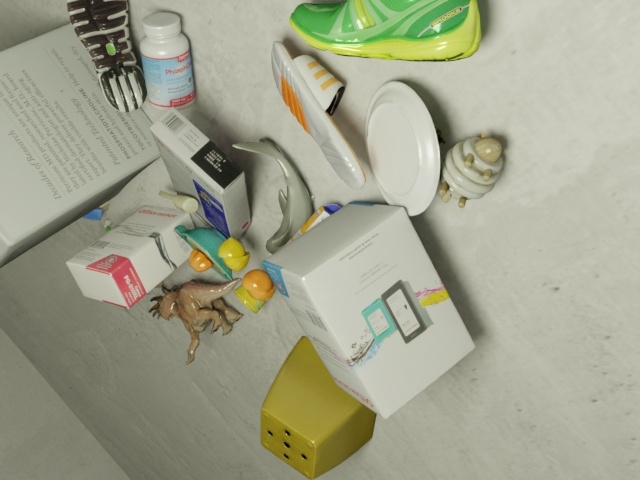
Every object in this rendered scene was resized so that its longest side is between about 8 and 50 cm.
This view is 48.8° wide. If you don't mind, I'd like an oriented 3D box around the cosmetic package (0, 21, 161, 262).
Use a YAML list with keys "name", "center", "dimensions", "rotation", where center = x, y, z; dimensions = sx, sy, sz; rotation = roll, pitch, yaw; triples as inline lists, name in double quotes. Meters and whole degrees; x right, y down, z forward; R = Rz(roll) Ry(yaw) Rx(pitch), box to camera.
- name: "cosmetic package"
  center: [-0.608, -0.178, 1.453]
  dimensions: [0.329, 0.393, 0.327]
  rotation: [-24, 103, 51]

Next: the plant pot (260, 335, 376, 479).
- name: "plant pot"
  center: [-0.016, 0.375, 1.515]
  dimensions: [0.212, 0.187, 0.212]
  rotation: [28, 136, 24]

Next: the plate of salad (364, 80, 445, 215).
- name: "plate of salad"
  center: [0.125, -0.136, 1.051]
  dimensions: [0.200, 0.048, 0.200]
  rotation: [40, 137, 52]

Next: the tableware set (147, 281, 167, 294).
- name: "tableware set"
  center: [-0.468, 0.068, 1.821]
  dimensions: [0.141, 0.020, 0.169]
  rotation: [-3, 117, 42]

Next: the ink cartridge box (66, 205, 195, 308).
- name: "ink cartridge box"
  center: [-0.406, 0.030, 1.559]
  dimensions: [0.171, 0.237, 0.100]
  rotation: [9, 129, 39]

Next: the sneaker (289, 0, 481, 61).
- name: "sneaker"
  center: [0.086, -0.306, 0.949]
  dimensions: [0.295, 0.109, 0.124]
  rotation: [15, 107, 37]

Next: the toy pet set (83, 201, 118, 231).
- name: "toy pet set"
  center: [-0.565, -0.057, 1.772]
  dimensions: [0.122, 0.065, 0.114]
  rotation: [42, 141, 8]

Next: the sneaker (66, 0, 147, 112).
- name: "sneaker"
  center: [-0.413, -0.376, 1.347]
  dimensions: [0.162, 0.106, 0.282]
  rotation: [-171, 67, -71]

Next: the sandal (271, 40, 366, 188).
- name: "sandal"
  center: [0.012, -0.202, 1.103]
  dimensions: [0.265, 0.076, 0.102]
  rotation: [57, 165, 7]

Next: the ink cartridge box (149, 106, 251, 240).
- name: "ink cartridge box"
  center: [-0.217, -0.101, 1.351]
  dimensions: [0.175, 0.069, 0.371]
  rotation: [42, 164, 8]

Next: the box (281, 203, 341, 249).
- name: "box"
  center: [0.000, 0.000, 1.253]
  dimensions: [0.081, 0.028, 0.136]
  rotation: [34, 110, -26]

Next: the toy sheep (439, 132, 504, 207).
- name: "toy sheep"
  center: [0.208, -0.096, 0.997]
  dimensions: [0.091, 0.091, 0.132]
  rotation: [46, 132, 3]

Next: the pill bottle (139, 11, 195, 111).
- name: "pill bottle"
  center: [-0.276, -0.320, 1.269]
  dimensions: [0.087, 0.087, 0.160]
  rotation: [25, 136, 26]

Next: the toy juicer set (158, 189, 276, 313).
- name: "toy juicer set"
  center: [-0.223, 0.022, 1.420]
  dimensions: [0.329, 0.089, 0.209]
  rotation: [46, 166, -6]

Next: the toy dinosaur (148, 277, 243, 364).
- name: "toy dinosaur"
  center: [-0.301, 0.148, 1.656]
  dimensions: [0.200, 0.127, 0.296]
  rotation: [49, 136, 10]

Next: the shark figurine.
- name: "shark figurine"
  center: [-0.066, -0.051, 1.276]
  dimensions: [0.166, 0.116, 0.278]
  rotation: [20, 135, 29]

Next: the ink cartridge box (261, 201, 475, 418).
- name: "ink cartridge box"
  center: [0.076, 0.104, 1.149]
  dimensions: [0.270, 0.197, 0.198]
  rotation: [60, 164, -17]
